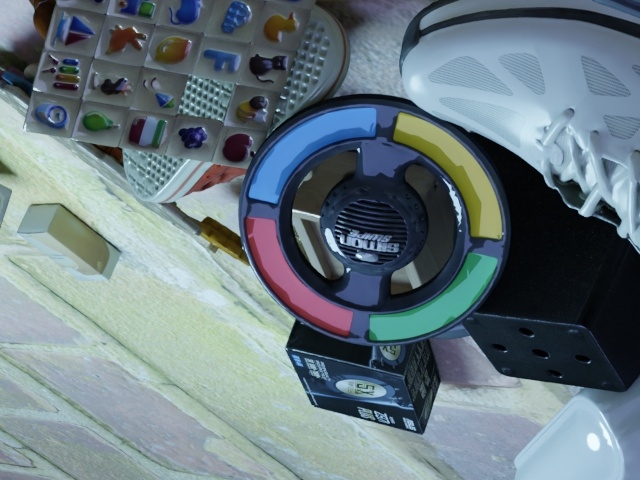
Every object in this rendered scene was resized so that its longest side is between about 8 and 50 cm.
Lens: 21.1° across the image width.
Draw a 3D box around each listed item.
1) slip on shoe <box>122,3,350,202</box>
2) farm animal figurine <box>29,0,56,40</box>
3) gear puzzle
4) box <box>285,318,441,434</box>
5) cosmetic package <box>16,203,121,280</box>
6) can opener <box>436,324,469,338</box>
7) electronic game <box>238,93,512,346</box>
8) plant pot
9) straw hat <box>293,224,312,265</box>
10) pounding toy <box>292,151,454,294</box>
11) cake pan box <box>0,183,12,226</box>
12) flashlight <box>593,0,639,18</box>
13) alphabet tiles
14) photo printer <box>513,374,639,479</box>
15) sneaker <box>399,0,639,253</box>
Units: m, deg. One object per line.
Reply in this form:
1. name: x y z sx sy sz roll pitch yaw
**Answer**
1. slip on shoe: -0.065 -0.122 1.523 0.101 0.123 0.331 -10 166 -34
2. farm animal figurine: -0.339 -0.232 1.366 0.330 0.172 0.327 -17 155 -7
3. gear puzzle: -0.188 -0.074 1.725 0.339 0.044 0.175 38 174 -25
4. box: 0.053 0.147 2.020 0.147 0.077 0.180 13 155 17
5. cosmetic package: -0.300 0.003 2.050 0.060 0.041 0.115 -1 148 42
6. can opener: 0.214 0.077 1.710 0.283 0.095 0.076 11 156 23
7. electronic game: 0.044 -0.014 1.426 0.229 0.048 0.229 4 117 8
8. plant pot: 0.217 0.027 1.511 0.187 0.167 0.188 6 151 31
9. straw hat: 0.000 0.000 1.758 0.144 0.144 0.061 18 115 7
10. pounding toy: 0.024 -0.043 1.625 0.181 0.094 0.206 13 147 29
11. cake pan box: -0.517 -0.082 1.931 0.267 0.070 0.246 11 170 34
12. flashlight: 0.097 -0.241 1.110 0.304 0.103 0.103 20 160 -1
13. alphabet tiles: -0.111 -0.167 1.347 0.198 0.009 0.237 9 124 -19
14. photo printer: 0.335 0.170 1.646 0.107 0.256 0.307 63 164 16
15. sneaker: 0.242 -0.030 1.246 0.447 0.257 0.169 14 156 17
